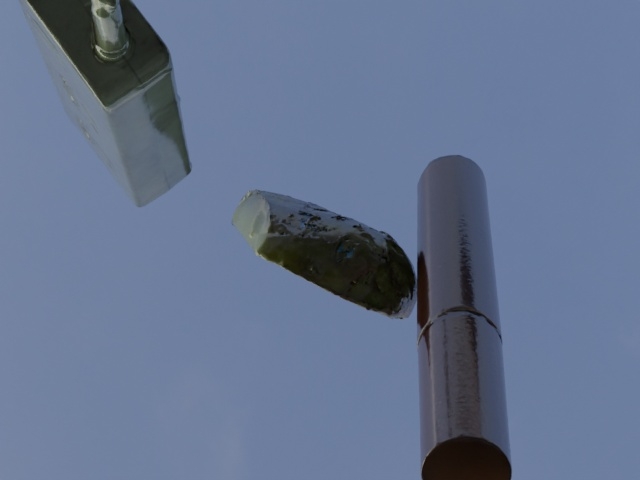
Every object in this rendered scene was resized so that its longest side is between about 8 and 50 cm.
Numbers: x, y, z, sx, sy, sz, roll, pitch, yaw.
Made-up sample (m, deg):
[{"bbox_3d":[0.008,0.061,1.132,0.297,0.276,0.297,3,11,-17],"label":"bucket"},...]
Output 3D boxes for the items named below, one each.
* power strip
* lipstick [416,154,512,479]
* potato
[{"bbox_3d":[-0.125,-0.099,0.889,0.053,0.288,0.093,-35,-100,-9],"label":"power strip"},{"bbox_3d":[0.092,0.044,0.996,0.057,0.356,0.057,2,-60,3],"label":"lipstick"},{"bbox_3d":[0.000,0.000,1.111,0.119,0.198,0.054,18,-83,-29],"label":"potato"}]
